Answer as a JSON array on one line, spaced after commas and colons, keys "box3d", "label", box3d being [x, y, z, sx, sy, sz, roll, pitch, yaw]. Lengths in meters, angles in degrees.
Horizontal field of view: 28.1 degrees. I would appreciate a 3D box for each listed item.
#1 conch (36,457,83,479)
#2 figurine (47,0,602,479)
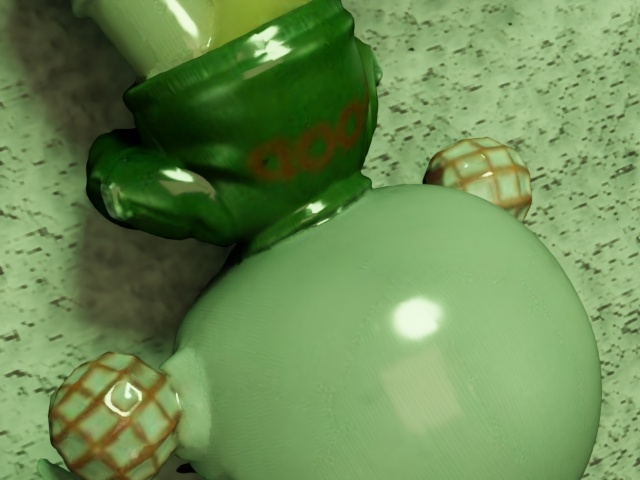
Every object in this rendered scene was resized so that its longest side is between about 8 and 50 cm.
[{"box3d": [-0.080, 0.197, 0.536, 0.172, 0.131, 0.200, -28, 69, 2], "label": "conch"}, {"box3d": [0.000, 0.000, 0.556, 0.281, 0.167, 0.370, -31, 94, -34], "label": "figurine"}]
